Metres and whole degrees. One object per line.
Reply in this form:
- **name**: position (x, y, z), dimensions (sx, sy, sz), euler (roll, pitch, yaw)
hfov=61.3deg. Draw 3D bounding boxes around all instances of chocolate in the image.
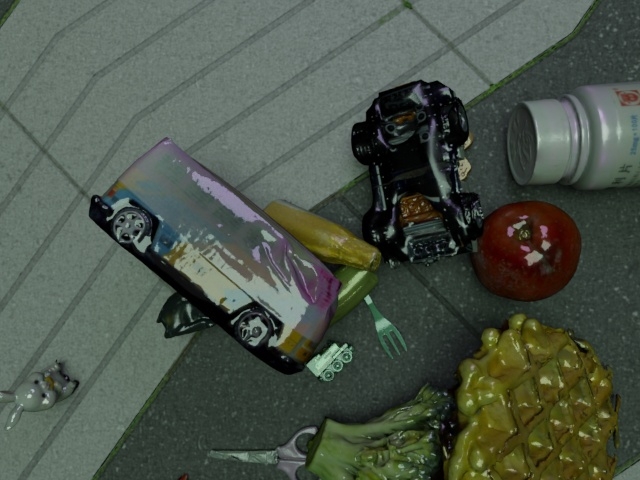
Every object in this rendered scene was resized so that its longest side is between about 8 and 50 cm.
- **chocolate**: position (0.000, 0.000, 0.885), dimensions (0.219, 0.085, 0.086), euler (24, 88, 32)

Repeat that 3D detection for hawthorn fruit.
- **hawthorn fruit**: position (0.328, 0.017, 0.862), dimensions (0.172, 0.173, 0.173), euler (0, 86, 3)

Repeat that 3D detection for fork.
- **fork**: position (0.080, 0.094, 0.946), dimensions (0.039, 0.021, 0.235), euler (-29, 84, -3)

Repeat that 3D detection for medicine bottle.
- **medicine bottle**: position (0.466, -0.166, 0.864), dimensions (0.292, 0.170, 0.170), euler (-3, 86, 2)

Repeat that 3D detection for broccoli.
- **broccoli**: position (0.088, 0.353, 0.836), dimensions (0.245, 0.288, 0.248), euler (20, 125, 13)

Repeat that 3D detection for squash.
- **squash**: position (-0.003, 0.108, 0.909), dimensions (0.250, 0.083, 0.083), euler (-36, 85, 6)

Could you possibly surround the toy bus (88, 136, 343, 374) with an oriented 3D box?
- **toy bus**: position (-0.136, 0.020, 0.809), dimensions (0.386, 0.171, 0.162), euler (39, 87, 5)

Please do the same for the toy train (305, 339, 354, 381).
- **toy train**: position (0.019, 0.205, 0.935), dimensions (0.053, 0.033, 0.083), euler (44, 89, 8)

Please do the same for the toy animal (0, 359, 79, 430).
- **toy animal**: position (-0.480, 0.255, 0.915), dimensions (0.085, 0.124, 0.071), euler (-25, 90, 3)

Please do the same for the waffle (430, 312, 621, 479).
- **waffle**: position (0.325, 0.304, 0.796), dimensions (0.382, 0.095, 0.380), euler (26, 72, -32)

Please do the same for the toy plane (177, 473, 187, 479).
- **toy plane**: position (-0.162, 0.462, 0.898), dimensions (0.194, 0.126, 0.077), euler (5, 114, 2)

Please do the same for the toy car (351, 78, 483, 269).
- **toy car**: position (0.161, -0.110, 0.874), dimensions (0.193, 0.118, 0.301), euler (-11, 81, 30)

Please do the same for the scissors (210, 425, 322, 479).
- **scissors**: position (-0.088, 0.375, 0.935), dimensions (0.212, 0.021, 0.110), euler (2, 85, 2)

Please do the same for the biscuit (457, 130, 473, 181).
- **biscuit**: position (0.194, -0.176, 0.951), dimensions (0.133, 0.027, 0.184), euler (-29, 82, 9)

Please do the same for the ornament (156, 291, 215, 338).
- **ornament**: position (-0.210, 0.031, 0.939), dimensions (0.202, 0.080, 0.236), euler (-17, 88, -1)
